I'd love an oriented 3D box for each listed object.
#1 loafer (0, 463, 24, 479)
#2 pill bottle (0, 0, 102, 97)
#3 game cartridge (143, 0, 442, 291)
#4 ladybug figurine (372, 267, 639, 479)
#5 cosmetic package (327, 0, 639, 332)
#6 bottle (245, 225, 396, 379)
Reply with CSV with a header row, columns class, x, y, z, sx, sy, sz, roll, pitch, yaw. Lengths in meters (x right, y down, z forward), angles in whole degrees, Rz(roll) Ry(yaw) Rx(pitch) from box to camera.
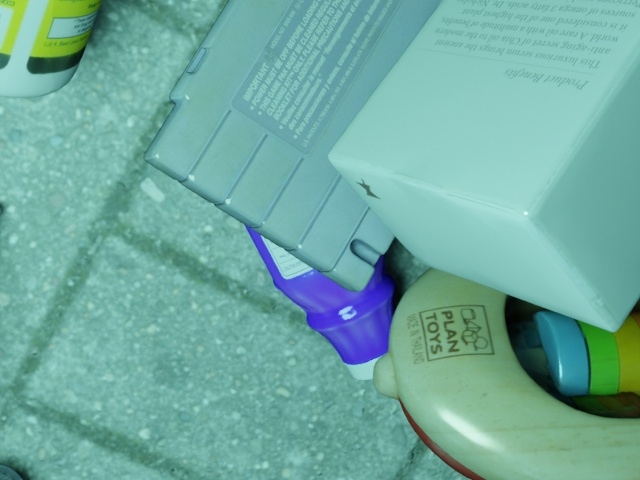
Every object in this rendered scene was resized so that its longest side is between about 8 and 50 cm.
class,x,y,z,sx,sy,sz,roll,pitch,yaw
loafer,-0.325,0.360,1.142,0.109,0.095,0.302,-20,107,-39
pill bottle,-0.232,-0.296,0.894,0.188,0.188,0.333,21,116,-13
game cartridge,0.027,-0.163,1.003,0.230,0.068,0.355,33,82,-12
ladybug figurine,0.266,0.133,1.092,0.450,0.305,0.161,3,139,-9
cosmetic package,0.241,-0.174,0.931,0.453,0.230,0.161,-53,127,-12
bottle,0.000,0.000,1.094,0.118,0.092,0.282,-28,107,-3
